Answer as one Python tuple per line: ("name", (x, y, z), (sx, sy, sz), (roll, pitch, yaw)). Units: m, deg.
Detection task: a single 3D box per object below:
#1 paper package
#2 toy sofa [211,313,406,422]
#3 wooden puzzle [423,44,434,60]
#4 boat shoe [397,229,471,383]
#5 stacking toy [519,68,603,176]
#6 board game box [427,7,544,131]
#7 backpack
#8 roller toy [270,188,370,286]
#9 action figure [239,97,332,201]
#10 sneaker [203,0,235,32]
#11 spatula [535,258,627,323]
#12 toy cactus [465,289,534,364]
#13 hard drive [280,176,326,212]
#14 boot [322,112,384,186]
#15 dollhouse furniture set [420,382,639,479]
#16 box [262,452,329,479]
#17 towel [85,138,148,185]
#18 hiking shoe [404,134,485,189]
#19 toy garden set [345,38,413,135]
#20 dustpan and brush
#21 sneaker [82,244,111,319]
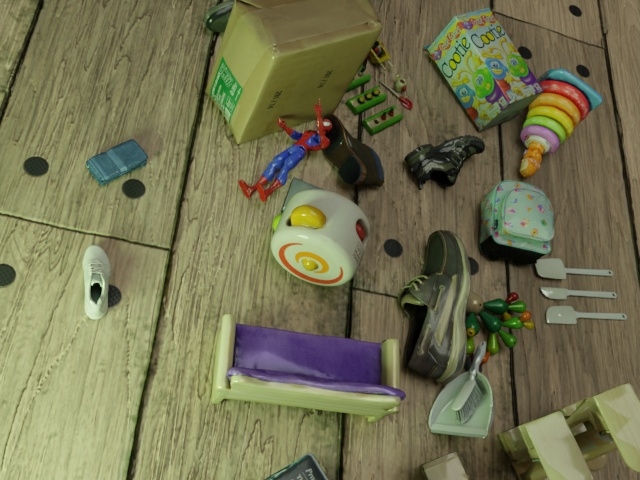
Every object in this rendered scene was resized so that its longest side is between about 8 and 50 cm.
("paper package", (-0.068, -0.405, 1.640), (0.309, 0.325, 0.168), (-23, 74, -29))
("toy sofa", (-0.021, 0.243, 1.414), (0.362, 0.177, 0.150), (10, 62, -14))
("wooden puzzle", (0.341, -0.500, 2.027), (0.078, 0.014, 0.116), (-30, 78, -35))
("boat shoe", (0.244, 0.129, 1.598), (0.130, 0.132, 0.356), (13, 59, -14))
("stacking toy", (0.599, -0.291, 1.954), (0.165, 0.175, 0.302), (33, 71, -5))
("board game box", (0.437, -0.457, 1.951), (0.144, 0.142, 0.275), (-23, 77, -32))
("backpack", (0.475, -0.055, 1.773), (0.165, 0.144, 0.189), (10, 58, -9))
("roller toy", (0.000, 0.000, 1.533), (0.191, 0.209, 0.146), (31, 58, -13))
("action figure", (-0.072, -0.222, 1.652), (0.091, 0.139, 0.280), (16, 46, 39))
("sneaker", (-0.168, -0.521, 1.803), (0.227, 0.087, 0.130), (-5, 60, -28))
("spatula", (0.647, 0.127, 1.815), (0.241, 0.019, 0.168), (3, 63, -19))
("toy cactus", (0.372, 0.171, 1.652), (0.219, 0.112, 0.180), (-36, 70, -21))
("hard drive", (-0.014, -0.079, 1.672), (0.135, 0.022, 0.094), (22, 59, -9))
("boot", (0.074, -0.210, 1.759), (0.106, 0.082, 0.219), (12, 45, -45))
("dollhouse furniture set", (0.420, 0.471, 1.370), (0.394, 0.362, 0.257), (-21, 72, -1))
("box", (-0.155, 0.545, 1.139), (0.395, 0.293, 0.212), (-25, 75, -29))
("towel", (-0.432, -0.167, 1.557), (0.119, 0.029, 0.067), (-33, 79, -30))
("hiking shoe", (0.320, -0.190, 1.830), (0.226, 0.086, 0.114), (-16, 84, -21))
("toy garden set", (0.139, -0.412, 1.883), (0.203, 0.049, 0.244), (-30, 78, -30))
("dustpan and brush", (0.314, 0.304, 1.528), (0.060, 0.147, 0.211), (56, 50, -24))
("sneaker", (-0.431, 0.072, 1.417), (0.053, 0.061, 0.152), (-2, 64, -19))
